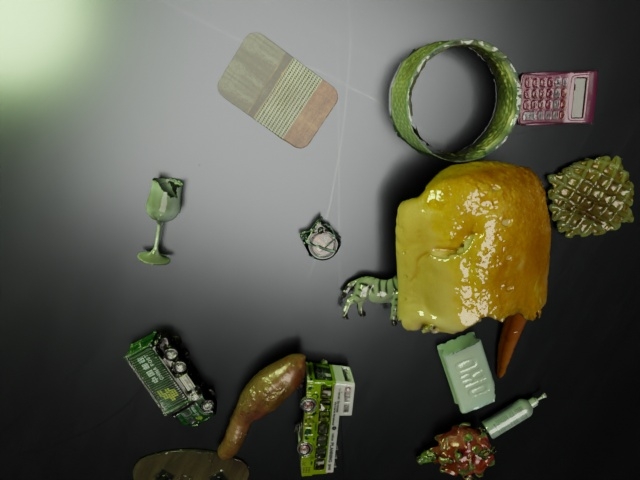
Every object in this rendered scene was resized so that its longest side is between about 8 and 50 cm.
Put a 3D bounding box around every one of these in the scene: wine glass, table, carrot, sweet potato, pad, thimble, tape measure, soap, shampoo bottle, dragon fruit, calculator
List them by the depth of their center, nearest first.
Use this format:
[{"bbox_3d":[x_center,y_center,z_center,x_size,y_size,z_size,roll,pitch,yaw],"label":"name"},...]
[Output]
[{"bbox_3d":[0.298,-0.309,1.203,0.270,0.150,0.271,-2,107,-6],"label":"thimble"},{"bbox_3d":[-0.138,-0.269,1.218,0.250,0.055,0.323,32,83,-15],"label":"pad"},{"bbox_3d":[-0.371,-0.046,1.249,0.079,0.079,0.196,12,106,-9],"label":"wine glass"},{"bbox_3d":[0.565,-0.341,1.286,0.190,0.034,0.127,-1,108,0],"label":"calculator"},{"bbox_3d":[0.001,0.002,1.316,0.091,0.054,0.094,-39,100,8],"label":"tape measure"},{"bbox_3d":[-0.369,0.729,1.394,0.317,0.249,0.318,-2,107,-6],"label":"table"},{"bbox_3d":[-0.169,0.429,1.405,0.109,0.109,0.385,36,107,-15],"label":"sweet potato"},{"bbox_3d":[0.517,0.228,1.443,0.069,0.069,0.336,6,112,-8],"label":"carrot"},{"bbox_3d":[0.401,0.361,1.463,0.114,0.063,0.198,-22,108,-1],"label":"soap"},{"bbox_3d":[0.379,0.600,1.509,0.236,0.135,0.137,-37,107,28],"label":"dragon fruit"},{"bbox_3d":[0.555,0.489,1.522,0.195,0.056,0.056,-32,107,4],"label":"shampoo bottle"}]

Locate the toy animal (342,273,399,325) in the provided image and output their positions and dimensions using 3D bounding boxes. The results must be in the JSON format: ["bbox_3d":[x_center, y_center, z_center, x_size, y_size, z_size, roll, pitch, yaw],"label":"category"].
[{"bbox_3d":[0.165,0.124,1.364,0.216,0.073,0.176,4,99,-2],"label":"toy animal"}]

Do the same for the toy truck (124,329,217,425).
[{"bbox_3d":[-0.370,0.354,1.367,0.121,0.088,0.259,-28,106,2],"label":"toy truck"}]

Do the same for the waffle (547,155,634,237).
[{"bbox_3d":[0.683,-0.106,1.357,0.214,0.054,0.208,-18,111,6],"label":"waffle"}]

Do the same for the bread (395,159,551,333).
[{"bbox_3d":[0.361,0.016,1.225,0.360,0.250,0.395,-9,108,-22],"label":"bread"}]

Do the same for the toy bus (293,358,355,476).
[{"bbox_3d":[0.005,0.476,1.435,0.139,0.113,0.302,3,109,-7],"label":"toy bus"}]
